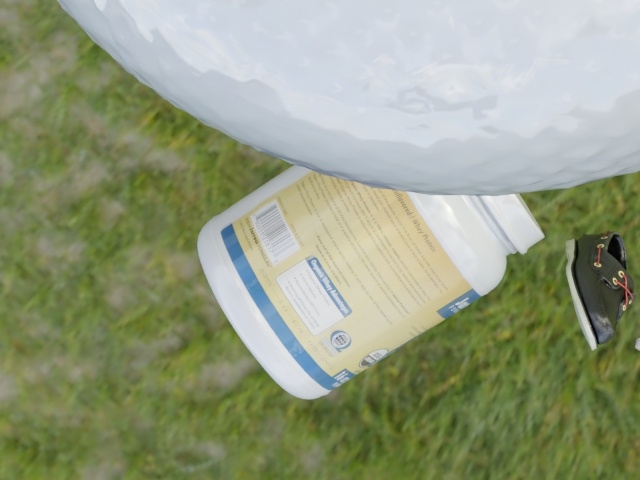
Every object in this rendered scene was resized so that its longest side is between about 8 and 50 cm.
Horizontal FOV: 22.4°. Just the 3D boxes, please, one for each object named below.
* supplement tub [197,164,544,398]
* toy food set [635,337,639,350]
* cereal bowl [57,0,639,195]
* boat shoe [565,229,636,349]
[{"bbox_3d":[0.034,0.000,1.089,0.200,0.144,0.144,-33,105,9],"label":"supplement tub"},{"bbox_3d":[0.293,0.056,0.891,0.218,0.071,0.128,22,165,-36],"label":"toy food set"},{"bbox_3d":[0.035,-0.182,0.461,0.339,0.141,0.339,-1,87,15],"label":"cereal bowl"},{"bbox_3d":[0.187,0.030,1.077,0.042,0.133,0.049,-14,110,14],"label":"boat shoe"}]
